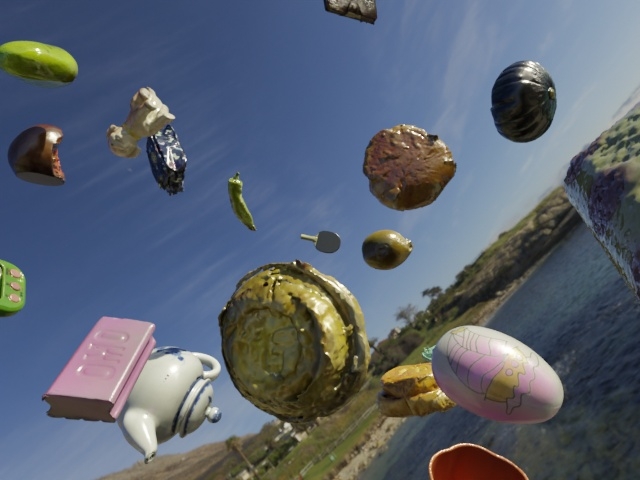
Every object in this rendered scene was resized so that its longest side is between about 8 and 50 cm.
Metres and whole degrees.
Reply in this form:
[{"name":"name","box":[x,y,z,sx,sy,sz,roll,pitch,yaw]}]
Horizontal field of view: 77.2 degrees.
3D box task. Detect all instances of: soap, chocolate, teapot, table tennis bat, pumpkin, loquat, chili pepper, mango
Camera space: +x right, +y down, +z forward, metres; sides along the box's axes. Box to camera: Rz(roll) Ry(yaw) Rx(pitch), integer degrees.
[{"name":"soap","box":[-0.410,0.240,0.770,0.203,0.122,0.065,-90,9,-60]},{"name":"chocolate","box":[-0.651,-0.206,0.942,0.124,0.133,0.127,-12,-19,23]},{"name":"teapot","box":[-0.399,0.429,1.094,0.424,0.280,0.252,-55,-15,-75]},{"name":"table tennis bat","box":[0.000,0.000,1.527,0.013,0.156,0.087,69,-145,-73]},{"name":"pumpkin","box":[0.496,-0.338,0.981,0.150,0.194,0.194,-13,-7,26]},{"name":"loquat","box":[0.249,0.035,1.508,0.195,0.152,0.152,-7,-7,24]},{"name":"chili pepper","box":[-0.216,-0.088,1.089,0.043,0.049,0.208,-7,-46,0]},{"name":"mango","box":[-0.577,-0.361,0.830,0.117,0.163,0.089,3,-70,-12]}]

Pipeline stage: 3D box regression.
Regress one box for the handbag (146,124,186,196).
[{"name":"handbag","box":[-0.554,-0.290,1.446,0.113,0.260,0.162,-16,-27,-29]}]

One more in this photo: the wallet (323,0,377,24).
[{"name":"wallet","box":[0.100,-0.798,1.327,0.232,0.121,0.031,-11,3,-38]}]

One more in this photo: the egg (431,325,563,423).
[{"name":"egg","box":[0.382,0.300,0.895,0.196,0.271,0.196,-13,-69,-37]}]

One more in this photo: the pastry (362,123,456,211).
[{"name":"pastry","box":[0.218,-0.179,0.980,0.229,0.218,0.100,-2,-14,7]}]

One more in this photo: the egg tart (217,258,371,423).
[{"name":"egg tart","box":[-0.058,0.167,0.654,0.279,0.279,0.095,-50,-17,10]}]

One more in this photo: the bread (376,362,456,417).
[{"name":"bread","box":[0.275,0.423,1.134,0.236,0.120,0.198,-16,-9,25]}]

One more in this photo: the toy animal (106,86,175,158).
[{"name":"toy animal","box":[-0.505,-0.321,1.096,0.185,0.184,0.104,-48,-45,13]}]

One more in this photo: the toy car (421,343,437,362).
[{"name":"toy car","box":[0.521,0.507,1.784,0.186,0.093,0.058,-9,-70,-40]}]

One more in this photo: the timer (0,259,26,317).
[{"name":"timer","box":[-0.677,0.092,0.819,0.047,0.140,0.128,-39,-38,7]}]

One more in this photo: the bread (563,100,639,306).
[{"name":"bread","box":[0.295,-0.008,0.258,0.187,0.155,0.338,-40,13,33]}]

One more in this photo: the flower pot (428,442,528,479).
[{"name":"flower pot","box":[0.288,0.516,0.744,0.191,0.191,0.173,-22,-62,-48]}]
